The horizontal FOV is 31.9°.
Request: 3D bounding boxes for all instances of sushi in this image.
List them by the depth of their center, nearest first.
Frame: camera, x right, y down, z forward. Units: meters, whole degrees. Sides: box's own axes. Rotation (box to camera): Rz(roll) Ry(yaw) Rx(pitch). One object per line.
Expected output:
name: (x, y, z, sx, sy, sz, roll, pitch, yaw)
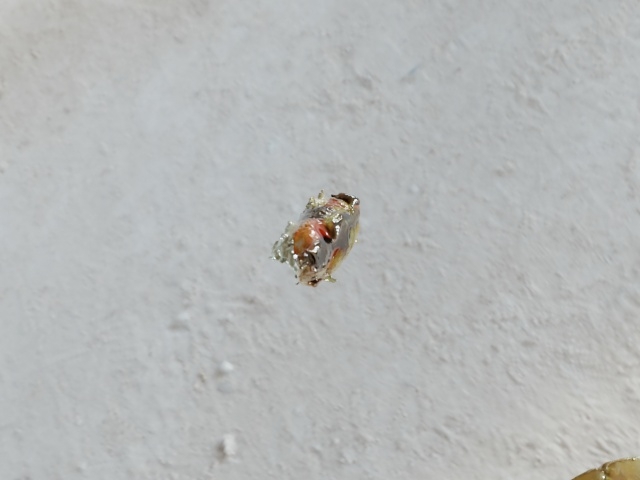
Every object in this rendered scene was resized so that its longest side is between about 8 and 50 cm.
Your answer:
sushi: (-0.004, 0.000, 1.490, 0.103, 0.097, 0.226, 12, 27, 18)

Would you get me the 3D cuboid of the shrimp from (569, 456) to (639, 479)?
shrimp: (0.229, 0.291, 1.029, 0.267, 0.145, 0.061, -32, 25, 8)
